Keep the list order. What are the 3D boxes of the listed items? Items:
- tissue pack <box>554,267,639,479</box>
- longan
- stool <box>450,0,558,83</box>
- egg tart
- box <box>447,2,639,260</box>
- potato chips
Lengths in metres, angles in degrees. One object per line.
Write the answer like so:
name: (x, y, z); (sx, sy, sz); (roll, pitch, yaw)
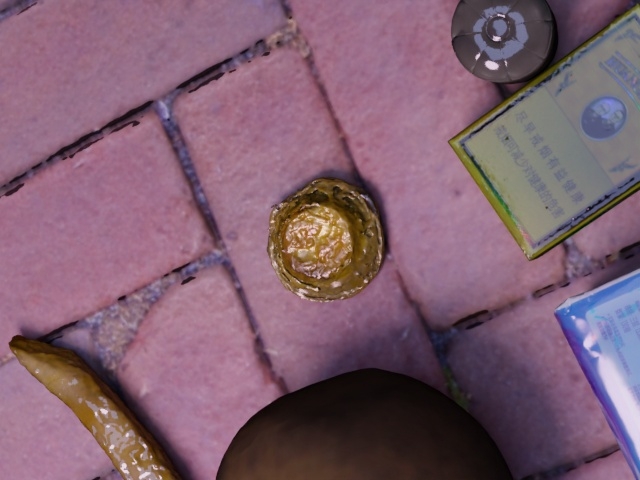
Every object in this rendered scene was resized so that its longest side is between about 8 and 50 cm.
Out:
tissue pack: (0.356, 0.134, 1.262); (0.198, 0.146, 0.263); (-27, 83, 16)
longan: (0.044, 0.269, 1.311); (0.297, 0.297, 0.297); (1, 92, 18)
stool: (0.175, -0.191, 1.327); (0.096, 0.110, 0.096); (0, 91, 18)
egg tart: (0.000, 0.000, 1.423); (0.130, 0.052, 0.130); (2, 96, 19)
box: (0.249, -0.099, 1.332); (0.220, 0.064, 0.141); (-35, 81, 15)
potato chips: (-0.191, 0.245, 1.491); (0.080, 0.057, 0.407); (-39, 81, 12)
